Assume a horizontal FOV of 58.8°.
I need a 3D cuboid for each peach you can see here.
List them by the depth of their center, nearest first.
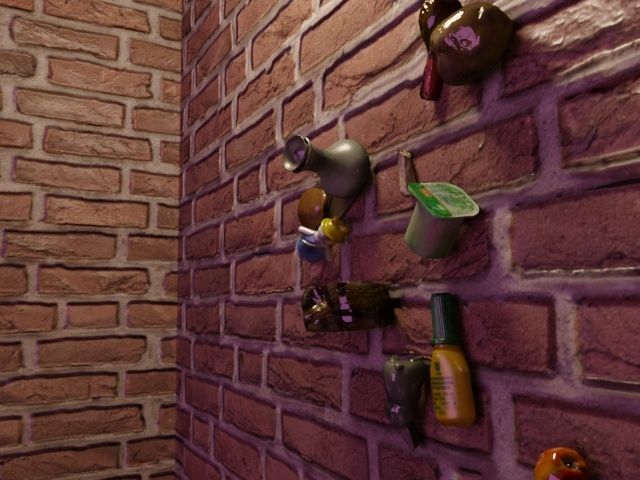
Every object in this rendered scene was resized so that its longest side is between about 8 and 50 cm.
[{"bbox_3d":[0.443,0.437,1.045,0.101,0.101,0.100,-9,80,60],"label":"peach"}]

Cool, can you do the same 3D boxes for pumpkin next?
[{"bbox_3d":[0.057,0.194,1.614,0.317,0.222,0.139,-12,76,59],"label":"pumpkin"}]

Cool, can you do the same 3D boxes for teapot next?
[{"bbox_3d":[0.018,-0.228,1.676,0.184,0.251,0.183,-15,69,47],"label":"teapot"}]

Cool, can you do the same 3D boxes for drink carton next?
[{"bbox_3d":[0.276,-0.043,1.350,0.146,0.144,0.142,-122,35,-46],"label":"drink carton"}]

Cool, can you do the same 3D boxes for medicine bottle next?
[{"bbox_3d":[0.299,0.275,1.328,0.111,0.076,0.308,-21,70,52],"label":"medicine bottle"}]

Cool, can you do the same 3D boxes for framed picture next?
[{"bbox_3d":[0.030,-0.140,1.895,0.281,0.019,0.208,-54,43,44],"label":"framed picture"}]

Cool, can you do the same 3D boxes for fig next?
[{"bbox_3d":[0.287,-0.523,1.391,0.109,0.103,0.154,-104,29,-66],"label":"fig"}]

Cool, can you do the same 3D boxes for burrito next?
[{"bbox_3d":[0.230,-0.185,1.523,0.055,0.041,0.149,136,131,-68],"label":"burrito"}]

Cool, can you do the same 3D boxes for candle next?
[{"bbox_3d":[0.290,-0.437,1.450,0.053,0.048,0.162,10,97,25],"label":"candle"}]

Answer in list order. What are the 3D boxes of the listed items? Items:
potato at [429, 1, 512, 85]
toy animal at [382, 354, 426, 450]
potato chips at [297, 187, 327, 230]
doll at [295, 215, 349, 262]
[{"bbox_3d":[0.334,-0.444,1.279,0.154,0.137,0.200,59,146,-1],"label":"potato"},{"bbox_3d":[0.203,0.407,1.441,0.108,0.138,0.236,7,90,27],"label":"toy animal"},{"bbox_3d":[-0.039,-0.107,1.947,0.202,0.049,0.150,-165,83,-68],"label":"potato chips"},{"bbox_3d":[0.001,0.000,1.844,0.241,0.099,0.135,-37,67,43],"label":"doll"}]
